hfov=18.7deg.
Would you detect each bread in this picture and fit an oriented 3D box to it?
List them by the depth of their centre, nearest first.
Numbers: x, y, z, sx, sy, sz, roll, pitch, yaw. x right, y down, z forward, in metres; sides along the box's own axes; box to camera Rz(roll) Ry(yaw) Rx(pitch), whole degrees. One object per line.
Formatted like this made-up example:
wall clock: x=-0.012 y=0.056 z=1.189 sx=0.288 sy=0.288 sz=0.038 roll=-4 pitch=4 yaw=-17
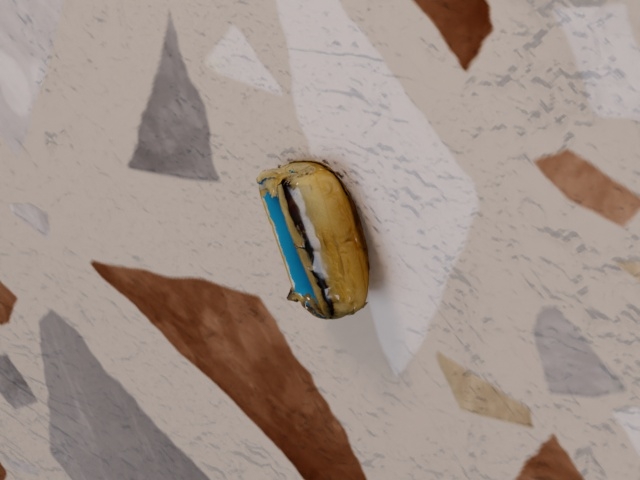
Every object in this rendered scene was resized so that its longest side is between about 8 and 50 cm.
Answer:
bread: x=0.000 y=0.000 z=1.288 sx=0.072 sy=0.053 sz=0.106 roll=19 pitch=132 yaw=67
